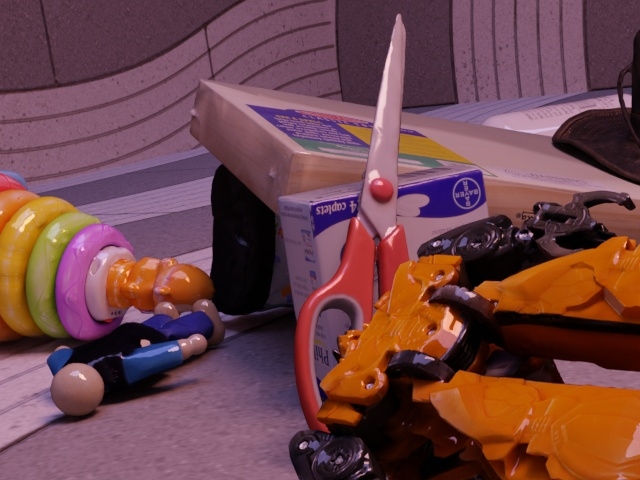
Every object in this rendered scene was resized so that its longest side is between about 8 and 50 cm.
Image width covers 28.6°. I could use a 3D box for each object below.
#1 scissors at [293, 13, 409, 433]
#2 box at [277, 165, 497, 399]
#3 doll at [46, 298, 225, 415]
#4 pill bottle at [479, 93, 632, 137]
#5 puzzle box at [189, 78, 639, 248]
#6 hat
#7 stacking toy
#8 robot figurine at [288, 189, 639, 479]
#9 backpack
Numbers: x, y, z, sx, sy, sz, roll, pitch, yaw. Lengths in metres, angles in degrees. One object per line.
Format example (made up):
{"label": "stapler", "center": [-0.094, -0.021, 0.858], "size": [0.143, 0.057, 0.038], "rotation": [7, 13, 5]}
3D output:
{"label": "scissors", "center": [0.026, -0.015, 0.767], "size": [0.109, 0.297, 0.021], "rotation": [-1, -21, -16]}
{"label": "box", "center": [0.049, 0.028, 0.835], "size": [0.126, 0.137, 0.072], "rotation": [-12, 8, -19]}
{"label": "doll", "center": [-0.140, 0.085, 0.950], "size": [0.129, 0.046, 0.189], "rotation": [-5, 9, 25]}
{"label": "pill bottle", "center": [0.223, -0.071, 1.299], "size": [0.229, 0.131, 0.131], "rotation": [-10, 9, -10]}
{"label": "puzzle box", "center": [0.117, -0.056, 1.041], "size": [0.409, 0.052, 0.272], "rotation": [7, 15, -21]}
{"label": "hat", "center": [0.367, -0.142, 1.095], "size": [0.331, 0.134, 0.331], "rotation": [-2, 16, 1]}
{"label": "stacking toy", "center": [-0.227, 0.029, 1.131], "size": [0.302, 0.165, 0.175], "rotation": [9, 2, 24]}
{"label": "robot figurine", "center": [0.119, 0.070, 0.560], "size": [0.291, 0.085, 0.211], "rotation": [1, 45, 47]}
{"label": "backpack", "center": [0.000, 0.000, 1.107], "size": [0.182, 0.152, 0.115], "rotation": [-1, 13, -24]}
